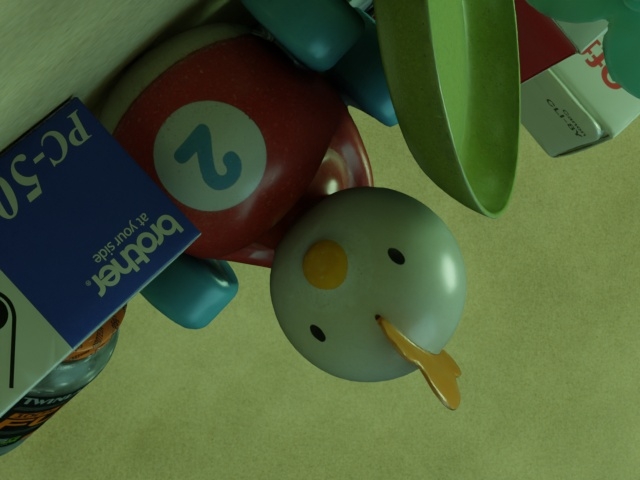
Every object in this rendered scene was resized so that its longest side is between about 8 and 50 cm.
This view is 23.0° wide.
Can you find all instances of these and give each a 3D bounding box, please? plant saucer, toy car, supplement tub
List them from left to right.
[{"bbox_3d":[-0.207,0.065,1.037,0.117,0.117,0.190,-44,-177,-40],"label":"supplement tub"},{"bbox_3d":[0.000,0.000,0.893,0.219,0.238,0.210,-46,154,8],"label":"toy car"},{"bbox_3d":[0.069,-0.130,0.870,0.037,0.241,0.241,-6,-165,17],"label":"plant saucer"}]

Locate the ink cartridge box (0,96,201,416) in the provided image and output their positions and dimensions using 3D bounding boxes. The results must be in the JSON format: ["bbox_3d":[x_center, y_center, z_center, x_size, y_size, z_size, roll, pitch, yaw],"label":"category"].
[{"bbox_3d":[-0.165,0.029,0.767,0.207,0.097,0.046,-44,-177,-28],"label":"ink cartridge box"}]

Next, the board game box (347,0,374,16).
[{"bbox_3d":[-0.015,-0.161,1.162,0.390,0.050,0.390,-43,-177,0],"label":"board game box"}]

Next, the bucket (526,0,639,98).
[{"bbox_3d":[0.199,-0.194,0.746,0.183,0.281,0.281,-45,-179,30],"label":"bucket"}]

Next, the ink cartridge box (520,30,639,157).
[{"bbox_3d":[0.294,-0.310,1.545,0.385,0.279,0.160,-42,-176,-13],"label":"ink cartridge box"}]

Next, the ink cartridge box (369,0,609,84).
[{"bbox_3d":[0.167,-0.211,1.262,0.272,0.130,0.309,-42,-177,-8],"label":"ink cartridge box"}]
